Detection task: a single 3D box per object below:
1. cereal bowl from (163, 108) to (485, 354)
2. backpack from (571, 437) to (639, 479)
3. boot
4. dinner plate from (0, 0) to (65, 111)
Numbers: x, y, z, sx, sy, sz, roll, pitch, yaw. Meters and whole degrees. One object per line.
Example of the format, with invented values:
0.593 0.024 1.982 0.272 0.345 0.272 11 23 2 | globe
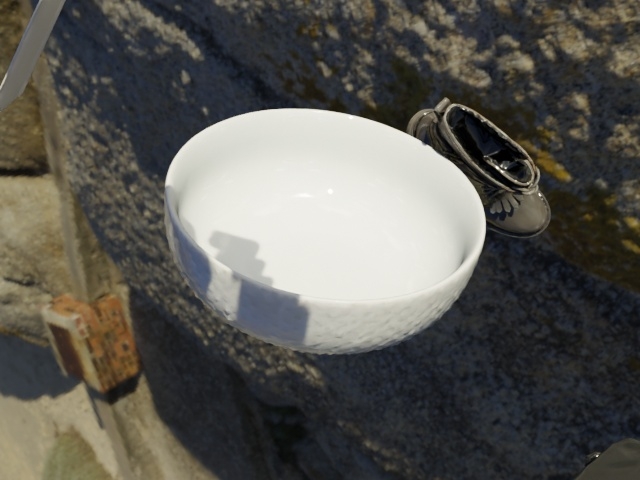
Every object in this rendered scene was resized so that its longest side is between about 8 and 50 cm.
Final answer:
0.000 0.000 0.853 0.339 0.339 0.141 37 136 30 | cereal bowl
0.533 0.552 1.264 0.273 0.290 0.355 7 114 53 | backpack
0.215 -0.078 0.972 0.263 0.091 0.229 37 -177 -11 | boot
-0.198 -0.147 0.550 0.017 0.141 0.141 24 150 -22 | dinner plate
